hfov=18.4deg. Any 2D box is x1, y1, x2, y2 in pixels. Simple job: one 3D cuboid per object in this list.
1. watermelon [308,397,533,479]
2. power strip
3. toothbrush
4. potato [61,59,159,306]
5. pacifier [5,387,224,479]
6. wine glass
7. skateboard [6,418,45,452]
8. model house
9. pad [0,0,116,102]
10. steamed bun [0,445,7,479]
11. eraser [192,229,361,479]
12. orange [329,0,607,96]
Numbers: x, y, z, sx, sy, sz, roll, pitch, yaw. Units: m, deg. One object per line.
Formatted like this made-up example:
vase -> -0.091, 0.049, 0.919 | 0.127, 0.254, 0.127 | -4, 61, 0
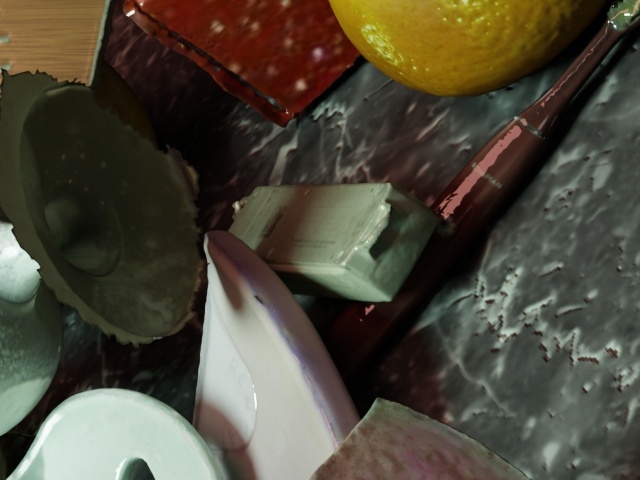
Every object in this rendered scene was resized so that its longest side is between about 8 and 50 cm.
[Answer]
watermelon -> 0.055, 0.303, 1.042 | 0.292, 0.319, 0.222 | -37, -22, -46
power strip -> 0.000, 0.000, 1.429 | 0.078, 0.052, 0.272 | -60, 22, -13
toothbrush -> 0.110, -0.033, 1.372 | 0.364, 0.041, 0.041 | -50, 34, 10
potato -> -0.329, -0.029, 1.689 | 0.397, 0.290, 0.296 | -29, 36, -12
pacifier -> -0.214, 0.260, 1.349 | 0.343, 0.269, 0.288 | -45, 57, 24
wine glass -> -0.259, 0.030, 1.407 | 0.323, 0.238, 0.238 | -27, 44, 30
skateboard -> -0.280, 0.154, 1.698 | 0.083, 0.064, 0.032 | 5, 53, 42
model house -> -0.012, -0.244, 1.564 | 0.254, 0.196, 0.160 | -36, 39, 26
pad -> -0.312, -0.135, 1.611 | 0.286, 0.018, 0.284 | 1, 66, 17
steamed bun -> -0.400, 0.234, 1.618 | 0.320, 0.275, 0.206 | -30, 10, -22
eraser -> -0.025, 0.123, 1.358 | 0.243, 0.059, 0.204 | 31, 117, 55
orange -> 0.099, -0.191, 1.376 | 0.237, 0.179, 0.158 | -25, 34, 48
